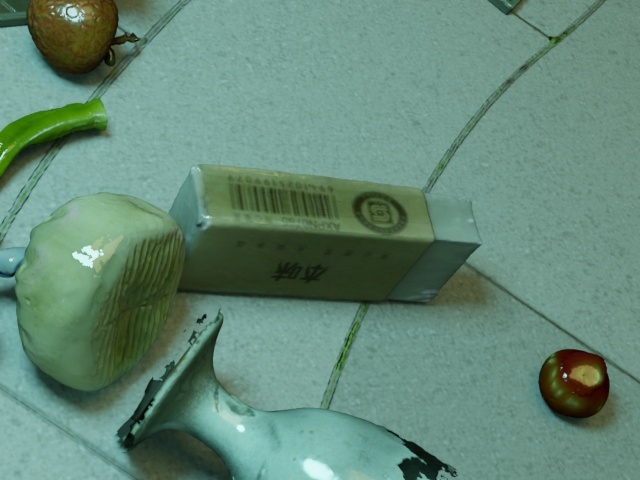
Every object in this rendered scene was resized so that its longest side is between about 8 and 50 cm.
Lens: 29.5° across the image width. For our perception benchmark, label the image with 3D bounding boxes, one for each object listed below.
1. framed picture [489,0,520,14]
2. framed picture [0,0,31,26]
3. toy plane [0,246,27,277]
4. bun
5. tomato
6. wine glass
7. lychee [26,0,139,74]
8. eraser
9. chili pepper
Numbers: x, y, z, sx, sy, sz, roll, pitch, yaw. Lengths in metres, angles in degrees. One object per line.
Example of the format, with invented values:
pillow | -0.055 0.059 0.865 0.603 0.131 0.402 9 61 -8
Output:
framed picture | 0.279 -0.509 1.952 0.240 0.020 0.324 39 48 2
framed picture | -0.459 -0.364 1.461 0.209 0.019 0.281 -11 64 -33
toy plane | -0.415 0.001 1.188 0.246 0.078 0.169 30 50 -6
bun | -0.228 0.047 1.208 0.128 0.193 0.178 22 20 21
tomato | 0.305 0.168 1.453 0.087 0.075 0.087 11 56 -17
wine glass | -0.016 0.230 1.169 0.357 0.190 0.190 34 49 1
lychee | -0.274 -0.251 1.423 0.140 0.101 0.114 2 47 -19
eraser | 0.000 0.000 1.364 0.343 0.144 0.078 5 54 -24
chili pepper | -0.320 -0.110 1.341 0.052 0.050 0.202 20 40 36
